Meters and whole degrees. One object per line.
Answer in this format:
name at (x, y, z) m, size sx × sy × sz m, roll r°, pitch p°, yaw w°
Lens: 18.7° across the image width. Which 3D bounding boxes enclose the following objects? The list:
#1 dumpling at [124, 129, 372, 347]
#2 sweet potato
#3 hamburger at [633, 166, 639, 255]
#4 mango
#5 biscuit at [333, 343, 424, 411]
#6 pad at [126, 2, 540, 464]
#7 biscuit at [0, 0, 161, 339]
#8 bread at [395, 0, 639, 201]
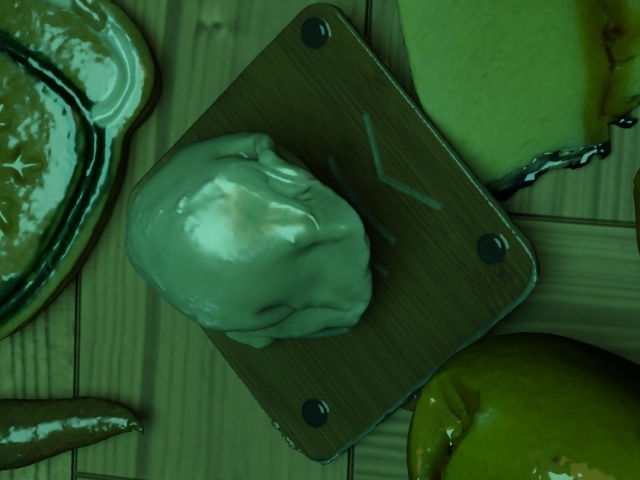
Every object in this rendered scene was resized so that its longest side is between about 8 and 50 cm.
dumpling at (-0.052, 0.008, 1.486) m, size 0.193 × 0.147 × 0.258 m, roll 42°, pitch 145°, yaw -8°
sweet potato at (-0.294, 0.172, 1.668) m, size 0.314 × 0.066 × 0.072 m, roll -2°, pitch 102°, yaw 17°
hamburger at (0.374, 0.003, 1.360) m, size 0.290 × 0.170 × 0.314 m, roll -32°, pitch 86°, yaw 32°
mango at (0.228, 0.183, 1.373) m, size 0.365 × 0.253 × 0.182 m, roll 19°, pitch 93°, yaw 36°
biscuit at (0.074, 0.088, 1.552) m, size 0.119 × 0.019 × 0.130 m, roll -36°, pitch 83°, yaw 24°
pad at (0.000, 0.000, 1.545) m, size 0.284 × 0.018 × 0.286 m, roll -43°, pitch 79°, yaw 30°
biscuit at (-0.301, -0.086, 1.646) m, size 0.287 × 0.057 × 0.343 m, roll 34°, pitch 105°, yaw 13°
bread at (0.209, -0.279, 1.469) m, size 0.346 × 0.242 × 0.405 m, roll -11°, pitch 125°, yaw 16°
